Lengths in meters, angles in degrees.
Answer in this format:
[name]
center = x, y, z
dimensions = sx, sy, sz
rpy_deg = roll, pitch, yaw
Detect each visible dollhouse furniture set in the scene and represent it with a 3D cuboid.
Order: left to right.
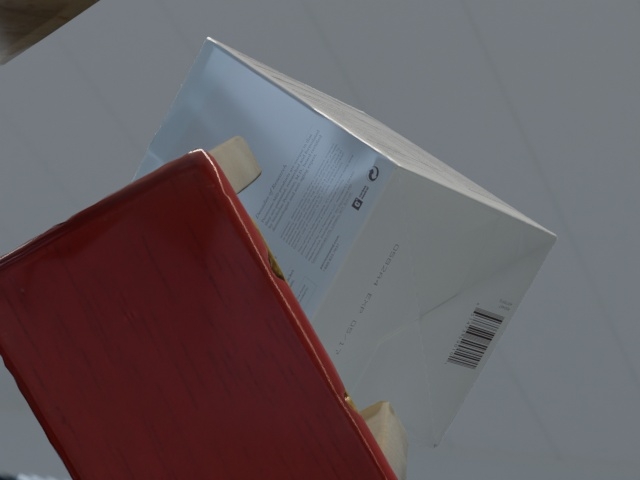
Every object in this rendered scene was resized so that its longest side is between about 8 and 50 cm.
[dollhouse furniture set]
center = -0.150, -0.050, 0.313
dimensions = 0.374, 0.201, 0.152
rpy_deg = 60, 1, -4

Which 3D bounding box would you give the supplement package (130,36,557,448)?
[supplement package]
center = 0.000, 0.000, 1.138
dimensions = 0.198, 0.199, 0.263
rpy_deg = 20, 13, -43
